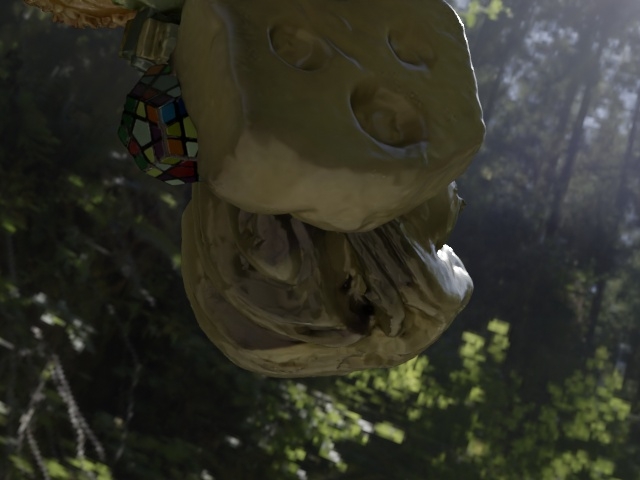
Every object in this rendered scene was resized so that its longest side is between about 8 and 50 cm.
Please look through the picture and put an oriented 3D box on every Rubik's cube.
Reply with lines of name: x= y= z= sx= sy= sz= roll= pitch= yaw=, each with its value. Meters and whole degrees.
Rubik's cube: x=-0.145 y=-0.122 z=1.196 sx=0.112 sy=0.133 sz=0.133 roll=-38 pitch=-60 yaw=17

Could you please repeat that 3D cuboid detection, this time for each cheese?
cheese: x=0.002 y=-0.154 z=1.090 sx=0.318 sy=0.326 sz=0.115 roll=44 pitch=-42 yaw=3

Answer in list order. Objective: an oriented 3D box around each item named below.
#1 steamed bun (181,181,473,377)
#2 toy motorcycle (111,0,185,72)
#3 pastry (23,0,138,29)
steamed bun: x=0.000 y=0.000 z=1.277 sx=0.352 sy=0.247 sz=0.339 roll=-21 pitch=-81 yaw=18
toy motorcycle: x=-0.074 y=-0.262 z=1.409 sx=0.410 sy=0.237 sz=0.168 roll=22 pitch=-4 yaw=-25
pastry: x=-0.319 y=-0.480 z=1.764 sx=0.409 sy=0.410 sz=0.245 roll=15 pitch=-46 yaw=13
